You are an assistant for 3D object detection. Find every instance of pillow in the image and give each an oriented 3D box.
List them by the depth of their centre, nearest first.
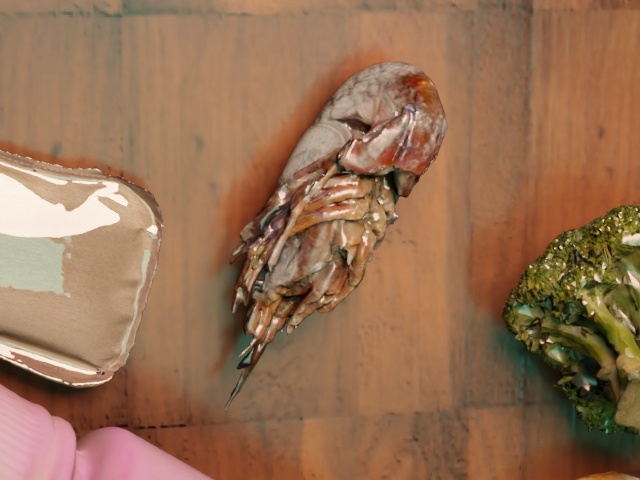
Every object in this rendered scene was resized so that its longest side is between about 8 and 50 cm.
[{"bbox_3d":[-0.207,-0.002,1.062,0.232,0.038,0.131,18,94,-15],"label":"pillow"}]

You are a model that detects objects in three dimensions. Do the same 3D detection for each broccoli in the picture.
[{"bbox_3d":[0.198,0.053,1.112,0.145,0.138,0.162,-33,124,29],"label":"broccoli"}]

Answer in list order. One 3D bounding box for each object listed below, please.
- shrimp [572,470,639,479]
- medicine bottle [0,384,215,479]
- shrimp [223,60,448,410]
[{"bbox_3d":[0.177,0.268,1.189,0.145,0.059,0.254,-4,102,-17],"label":"shrimp"},{"bbox_3d":[-0.110,0.231,1.037,0.388,0.219,0.219,32,94,-17],"label":"medicine bottle"},{"bbox_3d":[0.000,0.000,1.089,0.090,0.079,0.233,19,102,-53],"label":"shrimp"}]
